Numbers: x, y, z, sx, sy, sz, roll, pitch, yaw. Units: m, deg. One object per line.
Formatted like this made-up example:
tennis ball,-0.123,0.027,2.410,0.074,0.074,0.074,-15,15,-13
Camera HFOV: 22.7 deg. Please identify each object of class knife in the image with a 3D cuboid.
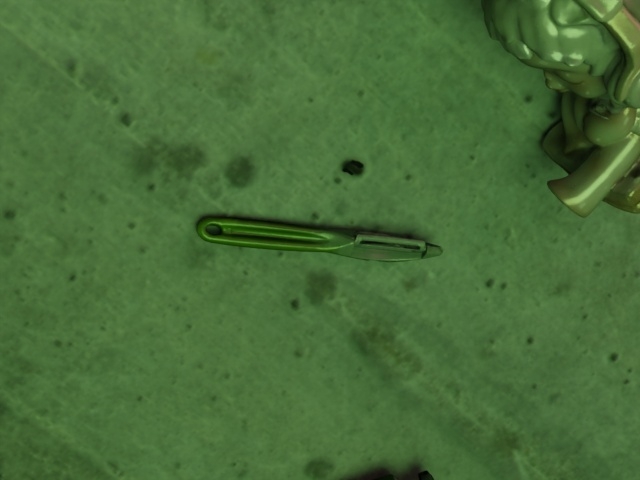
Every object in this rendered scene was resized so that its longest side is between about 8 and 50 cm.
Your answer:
knife,0.000,0.000,1.151,0.184,0.026,0.022,6,71,-17

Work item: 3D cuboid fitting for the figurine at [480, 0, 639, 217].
figurine,0.176,-0.132,1.075,0.141,0.162,0.237,-40,137,-4

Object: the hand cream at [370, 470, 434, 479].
hand cream,-0.027,0.241,1.231,0.256,0.055,0.088,-21,125,-5
